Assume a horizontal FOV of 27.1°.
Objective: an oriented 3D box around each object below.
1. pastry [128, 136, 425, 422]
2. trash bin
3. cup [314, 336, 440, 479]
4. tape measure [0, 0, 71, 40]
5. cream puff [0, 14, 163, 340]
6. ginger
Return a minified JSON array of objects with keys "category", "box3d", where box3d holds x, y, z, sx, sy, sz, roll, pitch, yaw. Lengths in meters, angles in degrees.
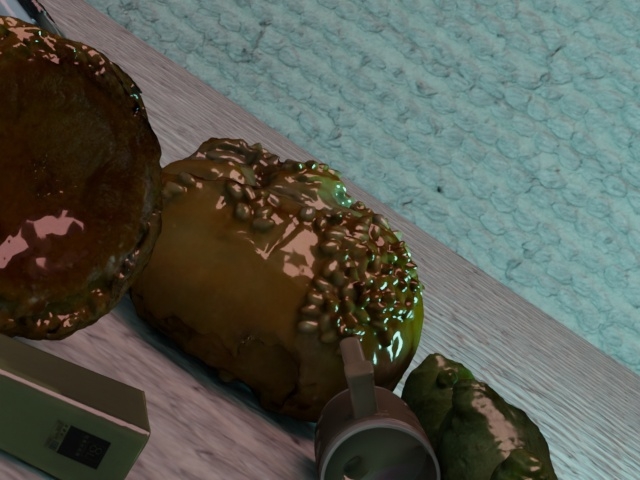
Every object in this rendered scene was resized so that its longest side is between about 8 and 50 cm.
[{"category":"pastry","box3d":[-0.025,0.019,1.047,0.255,0.162,0.311,35,9,0]},{"category":"trash bin","box3d":[-0.134,0.082,0.645,0.092,0.043,0.061,27,9,-17]},{"category":"cup","box3d":[0.024,0.126,0.853,0.102,0.074,0.099,53,2,-10]},{"category":"tape measure","box3d":[-0.296,-0.191,1.263,0.196,0.105,0.178,55,2,1]},{"category":"cream puff","box3d":[-0.201,-0.034,0.760,0.183,0.183,0.169,27,-16,-39]},{"category":"ginger","box3d":[0.108,0.154,0.886,0.137,0.089,0.290,64,1,-3]}]
